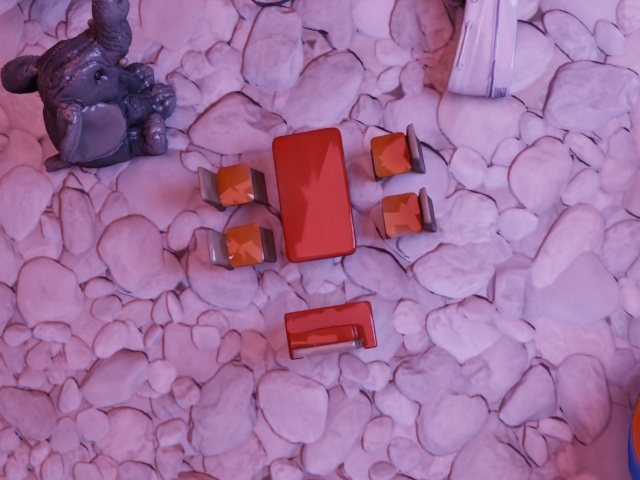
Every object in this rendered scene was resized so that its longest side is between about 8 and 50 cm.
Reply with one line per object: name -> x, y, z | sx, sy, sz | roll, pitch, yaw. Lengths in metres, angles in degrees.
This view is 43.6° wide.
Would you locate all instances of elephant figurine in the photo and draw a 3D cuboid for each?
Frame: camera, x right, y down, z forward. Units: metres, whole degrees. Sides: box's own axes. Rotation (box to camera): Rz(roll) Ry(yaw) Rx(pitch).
elephant figurine -> -0.281, -0.177, 0.931 | 0.170, 0.239, 0.185 | 11, 86, 11

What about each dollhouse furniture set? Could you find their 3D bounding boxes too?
dollhouse furniture set -> 0.000, 0.000, 0.912 | 0.262, 0.135, 0.259 | -10, 82, 9

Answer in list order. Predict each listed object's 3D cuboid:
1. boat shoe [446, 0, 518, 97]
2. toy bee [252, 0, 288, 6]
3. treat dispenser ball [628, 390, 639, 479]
boat shoe -> 0.186, -0.296, 0.934 | 0.084, 0.095, 0.258 | 3, 83, 7
toy bee -> -0.003, -0.452, 0.956 | 0.298, 0.195, 0.162 | -25, 55, 17
treat dispenser ball -> 0.435, 0.202, 0.730 | 0.288, 0.288, 0.288 | -1, 83, 10
